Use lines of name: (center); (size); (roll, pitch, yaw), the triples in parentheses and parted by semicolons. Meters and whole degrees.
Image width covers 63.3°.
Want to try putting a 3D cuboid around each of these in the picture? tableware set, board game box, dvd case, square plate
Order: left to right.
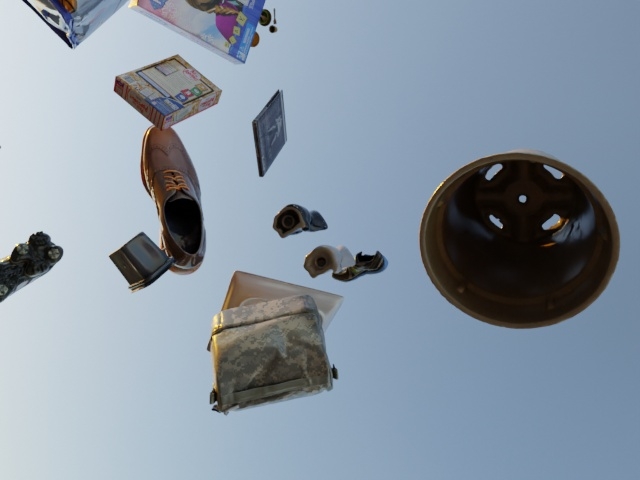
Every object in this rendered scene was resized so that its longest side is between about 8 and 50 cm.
board game box: (-0.343, -0.342, 1.184); (0.146, 0.193, 0.045); (40, -45, 6)
board game box: (-0.288, -0.674, 1.340); (0.065, 0.317, 0.319); (21, -86, 49)
tableware set: (-0.199, -0.636, 1.558); (0.154, 0.024, 0.104); (4, -72, 24)
dvd case: (-0.139, -0.304, 1.456); (0.018, 0.221, 0.165); (7, -51, 13)
square plate: (-0.144, 0.268, 1.592); (0.049, 0.343, 0.347); (-96, -155, -54)

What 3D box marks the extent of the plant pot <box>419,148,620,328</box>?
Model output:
plant pot: (0.397, -0.042, 1.044); (0.333, 0.305, 0.334); (9, -66, 21)

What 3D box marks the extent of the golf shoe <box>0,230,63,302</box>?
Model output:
golf shoe: (-0.679, 0.088, 1.097); (0.105, 0.272, 0.120); (54, -43, 1)

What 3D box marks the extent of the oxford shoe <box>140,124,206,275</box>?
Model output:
oxford shoe: (-0.318, -0.112, 1.167); (0.132, 0.129, 0.364); (-38, -113, 61)

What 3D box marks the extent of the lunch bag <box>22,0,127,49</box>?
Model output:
lunch bag: (-0.446, -0.581, 0.837); (0.385, 0.328, 0.239); (46, -14, -19)

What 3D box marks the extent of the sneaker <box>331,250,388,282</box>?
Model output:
sneaker: (0.115, 0.074, 1.592); (0.188, 0.067, 0.078); (-19, -67, 29)

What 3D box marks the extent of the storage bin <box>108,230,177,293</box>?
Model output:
storage bin: (-0.357, 0.036, 1.039); (0.135, 0.098, 0.091); (-16, -65, 53)

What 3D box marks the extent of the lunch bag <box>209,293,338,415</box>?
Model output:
lunch bag: (-0.126, 0.297, 1.300); (0.256, 0.304, 0.213); (-117, -161, -66)

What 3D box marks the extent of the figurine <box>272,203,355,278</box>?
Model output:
figurine: (0.000, 0.000, 1.378); (0.092, 0.209, 0.215); (-42, -101, 19)
